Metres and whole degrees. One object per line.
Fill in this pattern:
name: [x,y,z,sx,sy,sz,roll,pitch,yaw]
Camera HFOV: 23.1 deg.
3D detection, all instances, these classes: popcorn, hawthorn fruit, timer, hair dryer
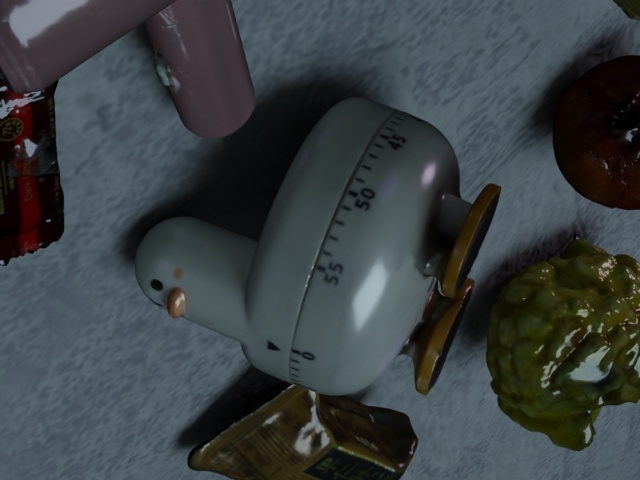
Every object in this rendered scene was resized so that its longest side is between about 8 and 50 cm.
popcorn: [0.267,0.107,1.670,0.218,0.169,0.189,-15,135,-24]
hawthorn fruit: [0.292,-0.094,1.462,0.148,0.148,0.172,-44,163,3]
timer: [0.000,0.000,1.215,0.233,0.240,0.233,21,90,-79]
hair dryer: [-0.102,-0.137,0.955,0.210,0.125,0.352,-36,157,-9]

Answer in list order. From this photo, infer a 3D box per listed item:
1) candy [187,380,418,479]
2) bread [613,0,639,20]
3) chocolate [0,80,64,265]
candy: [-0.007,0.196,1.526,0.143,0.101,0.271,-44,146,14]
bread: [0.273,-0.247,1.240,0.169,0.140,0.160,-39,145,-7]
chocolate: [-0.202,-0.049,1.023,0.086,0.028,0.182,-23,147,-28]
